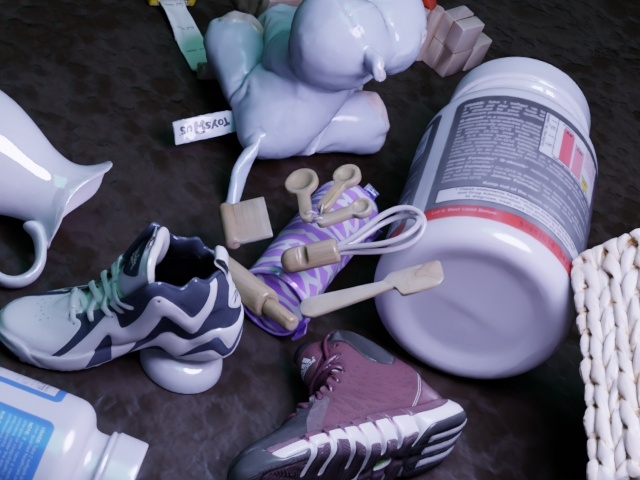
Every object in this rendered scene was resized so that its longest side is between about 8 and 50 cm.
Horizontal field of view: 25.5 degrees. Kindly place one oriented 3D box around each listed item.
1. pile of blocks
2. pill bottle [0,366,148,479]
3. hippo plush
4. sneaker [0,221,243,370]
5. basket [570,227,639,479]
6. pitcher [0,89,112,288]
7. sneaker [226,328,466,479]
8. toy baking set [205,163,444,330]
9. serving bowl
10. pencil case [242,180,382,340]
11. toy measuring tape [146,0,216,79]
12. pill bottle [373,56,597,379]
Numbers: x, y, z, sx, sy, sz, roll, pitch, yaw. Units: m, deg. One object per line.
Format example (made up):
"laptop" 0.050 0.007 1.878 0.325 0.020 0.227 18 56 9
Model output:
"pile of blocks" 0.064 -0.324 1.866 0.362 0.113 0.149 10 44 -17
"pill bottle" -0.264 0.175 1.191 0.221 0.124 0.124 22 42 -2
"hippo plush" -0.016 -0.222 1.607 0.294 0.236 0.234 -22 70 -40
"sneaker" -0.188 0.043 1.319 0.235 0.153 0.094 4 45 -1
"basket" 0.419 0.164 1.317 0.331 0.266 0.328 52 29 -33
"pitcher" -0.340 -0.063 1.417 0.207 0.125 0.178 32 56 -8
"sneaker" -0.005 0.167 1.353 0.281 0.106 0.162 -6 43 -43
"toy baking set" -0.006 0.004 1.401 0.196 0.030 0.256 -37 47 -14
"serving bowl" -0.134 0.110 1.391 0.083 0.027 0.083 13 43 -12
"pencil case" -0.008 0.017 1.509 0.088 0.086 0.206 51 43 -9
"toy measuring tape" -0.178 -0.346 1.775 0.121 0.121 0.330 -5 49 -29
"pill bottle" 0.195 -0.039 1.560 0.210 0.210 0.363 23 42 -1
